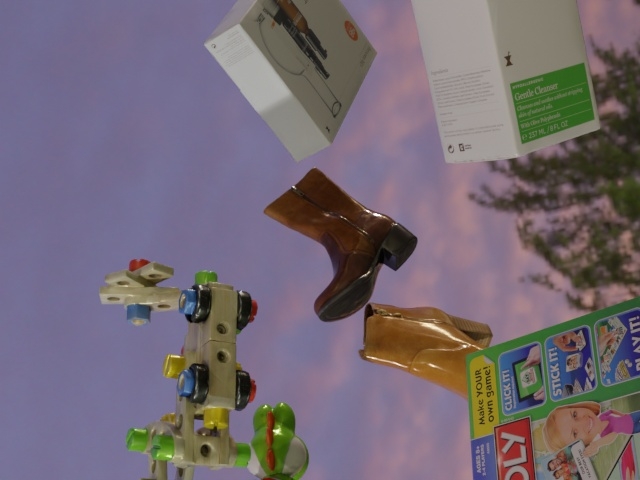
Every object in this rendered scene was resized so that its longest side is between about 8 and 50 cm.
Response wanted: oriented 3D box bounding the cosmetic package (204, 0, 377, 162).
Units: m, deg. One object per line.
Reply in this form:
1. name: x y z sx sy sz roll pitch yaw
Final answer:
1. cosmetic package: -0.043 -0.371 2.043 0.284 0.097 0.377 53 -145 -23

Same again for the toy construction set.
1. toy construction set: -0.170 0.164 1.315 0.151 0.215 0.327 -4 -110 -31

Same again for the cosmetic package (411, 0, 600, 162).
1. cosmetic package: 0.251 -0.310 1.502 0.197 0.155 0.365 -21 -77 -35

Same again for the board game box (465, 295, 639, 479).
1. board game box: 0.221 0.214 0.841 0.046 0.213 0.317 28 -130 -39

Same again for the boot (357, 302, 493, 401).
1. boot: 0.165 0.184 1.526 0.295 0.211 0.104 -106 26 -65

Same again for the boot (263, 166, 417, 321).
1. boot: 0.000 0.000 2.007 0.264 0.280 0.096 -46 -26 -20

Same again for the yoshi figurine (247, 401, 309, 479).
1. yoshi figurine: -0.074 0.500 2.037 0.204 0.203 0.362 15 -125 -24
